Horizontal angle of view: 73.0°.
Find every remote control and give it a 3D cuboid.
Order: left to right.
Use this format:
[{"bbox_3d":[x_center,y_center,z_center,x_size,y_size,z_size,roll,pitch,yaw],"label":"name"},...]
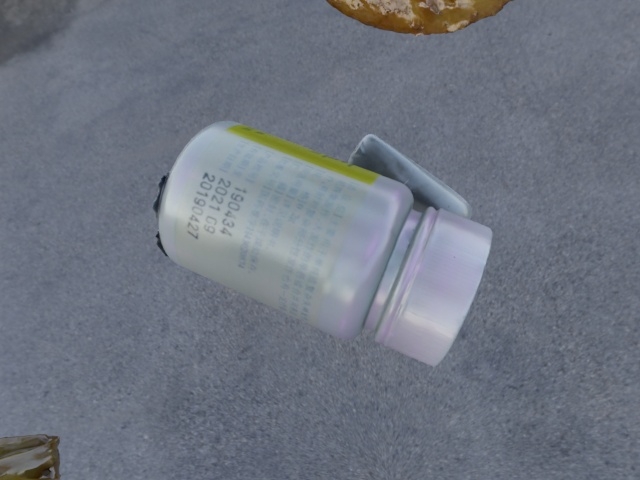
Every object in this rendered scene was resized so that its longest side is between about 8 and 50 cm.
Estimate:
[{"bbox_3d":[0.150,-0.086,0.722,0.229,0.073,0.044,36,26,-1],"label":"remote control"}]

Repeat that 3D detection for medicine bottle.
[{"bbox_3d":[0.000,0.000,0.564,0.378,0.214,0.214,23,67,11],"label":"medicine bottle"}]

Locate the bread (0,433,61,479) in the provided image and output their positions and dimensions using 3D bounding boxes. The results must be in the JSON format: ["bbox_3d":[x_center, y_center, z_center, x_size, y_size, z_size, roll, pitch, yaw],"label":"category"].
[{"bbox_3d":[-0.299,0.288,0.311,0.324,0.278,0.167,0,21,-20],"label":"bread"}]

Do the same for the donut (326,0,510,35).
[{"bbox_3d":[0.100,-0.346,0.408,0.277,0.278,0.108,15,44,17],"label":"donut"}]
